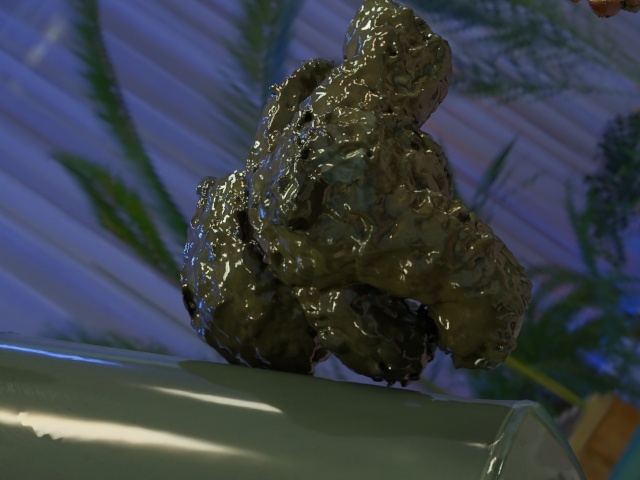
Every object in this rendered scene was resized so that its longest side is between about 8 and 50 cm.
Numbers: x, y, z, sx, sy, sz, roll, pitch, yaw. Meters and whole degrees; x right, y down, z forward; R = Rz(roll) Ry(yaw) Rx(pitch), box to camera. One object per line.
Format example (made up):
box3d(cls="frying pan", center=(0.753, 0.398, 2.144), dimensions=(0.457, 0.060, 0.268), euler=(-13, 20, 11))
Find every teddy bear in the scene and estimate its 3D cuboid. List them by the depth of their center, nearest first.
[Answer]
box3d(cls="teddy bear", center=(0.000, 0.000, 1.048), dimensions=(0.156, 0.267, 0.256), euler=(-5, -25, -31))

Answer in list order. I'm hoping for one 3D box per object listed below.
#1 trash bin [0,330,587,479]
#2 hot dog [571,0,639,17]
box3d(cls="trash bin", center=(-0.034, 0.212, 0.974), dimensions=(0.280, 0.432, 0.280), euler=(9, -90, -73))
box3d(cls="hot dog", center=(0.158, -0.205, 0.829), dimensions=(0.055, 0.072, 0.188), euler=(-37, -45, -32))
